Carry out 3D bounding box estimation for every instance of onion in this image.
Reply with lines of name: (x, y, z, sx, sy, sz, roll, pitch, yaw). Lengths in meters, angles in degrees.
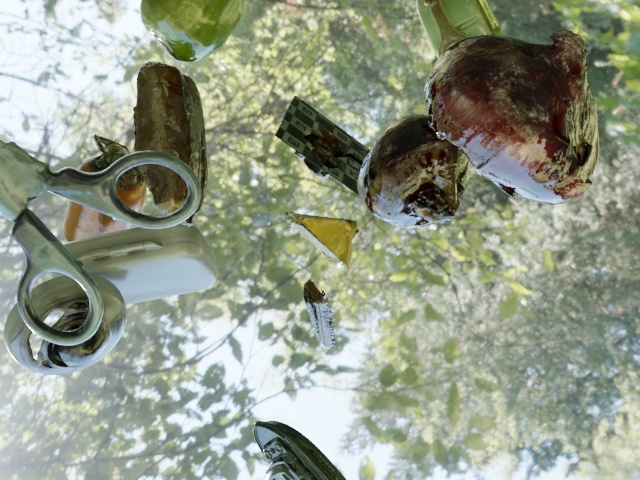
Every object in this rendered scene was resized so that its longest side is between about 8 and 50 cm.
onion: (0.282, -0.181, 0.831, 0.272, 0.195, 0.272, 20, -132, -24)

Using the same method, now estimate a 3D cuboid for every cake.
cake: (-0.003, -0.001, 1.299, 0.080, 0.116, 0.185, 13, -168, 39)

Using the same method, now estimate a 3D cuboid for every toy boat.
toy boat: (-0.044, 0.511, 1.385, 0.296, 0.114, 0.122, 46, -142, 1)

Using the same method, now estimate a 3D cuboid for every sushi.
sushi: (0.034, -0.220, 1.715, 0.359, 0.064, 0.343, 34, -152, -12)

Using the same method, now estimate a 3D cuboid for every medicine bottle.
medicine bottle: (-0.464, 0.067, 1.592, 0.375, 0.282, 0.122, -12, -118, 1)

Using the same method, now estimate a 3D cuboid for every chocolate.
chocolate: (-0.003, 0.223, 1.844, 0.065, 0.329, 0.102, -24, -121, -7)

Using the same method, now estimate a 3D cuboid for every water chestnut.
water chestnut: (0.181, -0.112, 1.173, 0.224, 0.223, 0.238, 2, -135, -41)

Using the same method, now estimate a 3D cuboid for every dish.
dish: (-0.561, 0.221, 1.433, 0.273, 0.273, 0.134, 1, -151, -42)

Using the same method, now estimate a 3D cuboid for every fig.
fig: (-0.216, -0.423, 1.140, 0.167, 0.234, 0.167, 50, -152, -39)

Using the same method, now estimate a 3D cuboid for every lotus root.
lotus root: (-0.267, -0.192, 1.187, 0.167, 0.078, 0.329, 6, -109, -52)

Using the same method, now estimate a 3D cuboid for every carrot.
carrot: (-0.590, -0.138, 1.760, 0.193, 0.331, 0.214, 26, -145, -4)

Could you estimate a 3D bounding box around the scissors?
scissors: (-0.342, -0.070, 0.650, 0.383, 0.256, 0.029, 37, -176, -22)

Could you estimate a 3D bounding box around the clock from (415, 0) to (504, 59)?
clock: (0.250, -0.363, 1.087, 0.308, 0.096, 0.235, 38, -141, -40)
